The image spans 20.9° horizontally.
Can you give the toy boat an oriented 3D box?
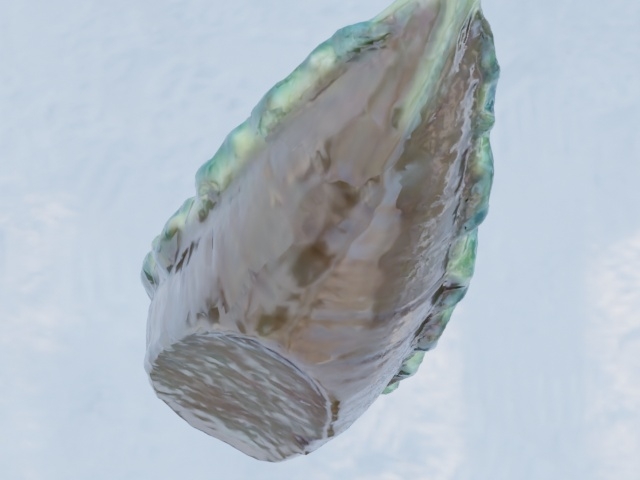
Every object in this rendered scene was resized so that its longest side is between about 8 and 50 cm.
[{"bbox_3d":[-0.004,0.008,0.586,0.108,0.293,0.099,26,63,-2],"label":"toy boat"}]
